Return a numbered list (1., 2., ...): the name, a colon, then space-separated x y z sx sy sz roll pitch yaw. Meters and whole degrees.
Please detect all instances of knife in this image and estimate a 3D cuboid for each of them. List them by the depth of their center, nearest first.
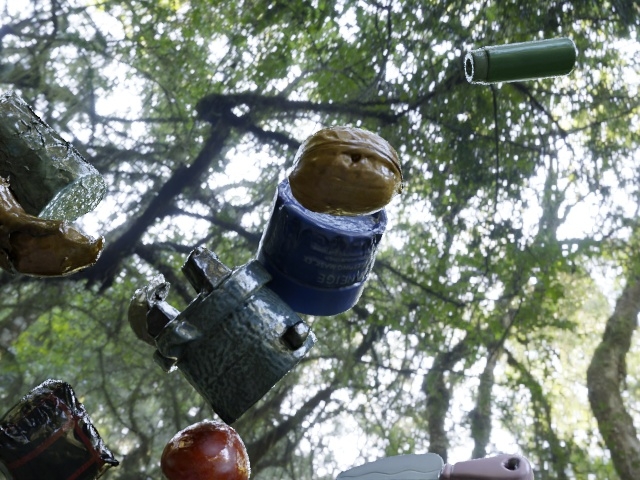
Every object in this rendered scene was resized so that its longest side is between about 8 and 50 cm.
1. knife: 0.179 0.377 1.038 0.336 0.081 0.043 -8 -71 29

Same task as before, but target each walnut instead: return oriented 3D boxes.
1. walnut: 0.043 -0.106 0.969 0.180 0.144 0.144 11 -48 -4

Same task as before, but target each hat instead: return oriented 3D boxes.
1. hat: -0.414 0.157 1.460 0.144 0.166 0.173 -11 -27 10

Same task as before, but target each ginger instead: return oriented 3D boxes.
1. ginger: -0.472 -0.034 0.939 0.309 0.133 0.107 30 -56 15

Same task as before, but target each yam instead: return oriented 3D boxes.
1. yam: -0.603 -0.163 1.287 0.271 0.202 0.201 44 -40 1

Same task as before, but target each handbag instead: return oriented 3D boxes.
1. handbag: -0.479 0.371 1.116 0.155 0.169 0.215 -3 -65 47

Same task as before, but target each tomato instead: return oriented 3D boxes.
1. tomato: -0.222 0.451 1.235 0.152 0.187 0.187 -11 -55 11

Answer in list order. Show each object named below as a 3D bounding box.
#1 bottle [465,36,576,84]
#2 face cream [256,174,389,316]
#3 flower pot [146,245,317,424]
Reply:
1. bottle: 0.160 -0.143 0.503 0.083 0.030 0.030 -7 -51 -3
2. face cream: 0.000 0.000 1.334 0.249 0.249 0.225 19 -55 3
3. flower pot: -0.186 0.173 1.197 0.283 0.299 0.299 48 -50 4
